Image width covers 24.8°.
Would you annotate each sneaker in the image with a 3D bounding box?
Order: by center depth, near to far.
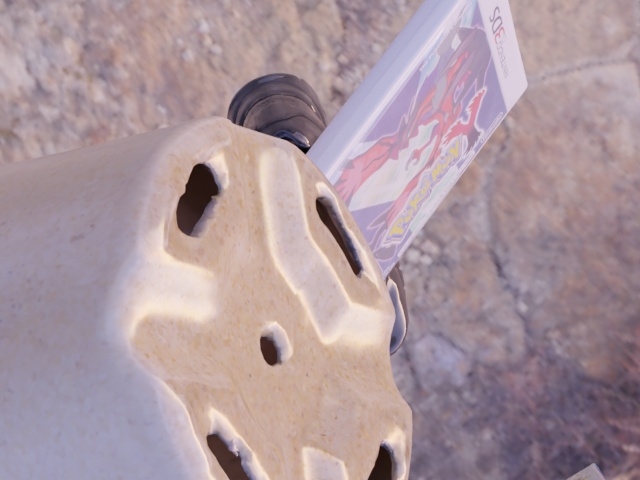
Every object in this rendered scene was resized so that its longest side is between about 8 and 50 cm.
[{"bbox_3d":[0.000,0.000,1.267,0.109,0.130,0.286,-27,116,4],"label":"sneaker"}]

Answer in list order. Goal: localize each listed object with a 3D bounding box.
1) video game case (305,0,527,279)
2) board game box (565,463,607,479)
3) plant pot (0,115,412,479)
[{"bbox_3d":[0.062,-0.070,0.947,0.201,0.023,0.183,-52,156,-9],"label":"video game case"},{"bbox_3d":[0.240,0.300,1.056,0.097,0.303,0.224,-34,90,2],"label":"board game box"},{"bbox_3d":[-0.137,0.087,0.729,0.305,0.334,0.334,-18,131,29],"label":"plant pot"}]
